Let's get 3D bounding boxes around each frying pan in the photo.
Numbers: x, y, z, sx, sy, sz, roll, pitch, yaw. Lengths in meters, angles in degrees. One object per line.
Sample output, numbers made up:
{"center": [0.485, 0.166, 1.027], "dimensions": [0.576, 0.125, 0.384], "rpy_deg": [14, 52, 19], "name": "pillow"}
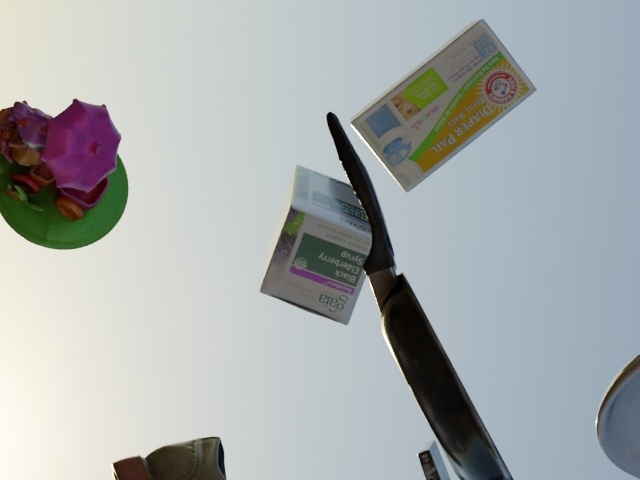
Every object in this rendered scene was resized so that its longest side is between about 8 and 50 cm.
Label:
{"center": [0.070, 0.061, 1.247], "dimensions": [0.053, 0.326, 0.197], "rpy_deg": [-29, -170, 2], "name": "frying pan"}

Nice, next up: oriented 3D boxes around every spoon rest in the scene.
{"center": [0.316, 0.151, 1.214], "dimensions": [0.137, 0.276, 0.084], "rpy_deg": [-45, -140, 19], "name": "spoon rest"}

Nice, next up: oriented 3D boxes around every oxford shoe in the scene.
{"center": [-0.076, 0.308, 1.488], "dimensions": [0.348, 0.130, 0.123], "rpy_deg": [55, -19, 38], "name": "oxford shoe"}

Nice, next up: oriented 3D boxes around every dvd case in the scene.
{"center": [0.110, 0.228, 1.346], "dimensions": [0.013, 0.119, 0.087], "rpy_deg": [-22, 175, 6], "name": "dvd case"}

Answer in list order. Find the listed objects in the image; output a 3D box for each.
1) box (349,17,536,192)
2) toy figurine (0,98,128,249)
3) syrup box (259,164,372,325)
{"center": [0.148, -0.166, 1.961], "dimensions": [0.203, 0.114, 0.103], "rpy_deg": [-39, -175, 5], "name": "box"}
{"center": [-0.245, -0.087, 1.460], "dimensions": [0.130, 0.173, 0.159], "rpy_deg": [-60, -175, -23], "name": "toy figurine"}
{"center": [0.000, 0.000, 1.635], "dimensions": [0.237, 0.093, 0.096], "rpy_deg": [-89, -161, -78], "name": "syrup box"}
